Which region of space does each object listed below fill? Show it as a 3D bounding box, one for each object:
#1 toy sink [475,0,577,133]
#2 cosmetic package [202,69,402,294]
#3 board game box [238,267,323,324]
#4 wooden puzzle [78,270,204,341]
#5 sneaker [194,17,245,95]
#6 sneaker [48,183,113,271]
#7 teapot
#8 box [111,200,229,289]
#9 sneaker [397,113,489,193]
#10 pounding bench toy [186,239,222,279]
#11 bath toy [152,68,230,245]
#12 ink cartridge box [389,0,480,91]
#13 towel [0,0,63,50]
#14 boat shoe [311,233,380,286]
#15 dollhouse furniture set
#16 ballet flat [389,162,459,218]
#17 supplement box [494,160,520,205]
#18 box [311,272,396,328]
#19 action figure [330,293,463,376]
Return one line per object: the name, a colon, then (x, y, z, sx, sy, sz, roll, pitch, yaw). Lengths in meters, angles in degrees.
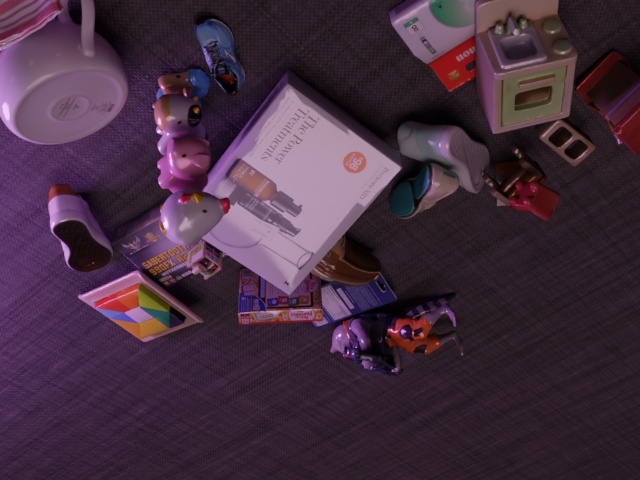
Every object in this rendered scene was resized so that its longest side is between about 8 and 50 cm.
toy sink: (0.373, -0.325, 1.543, 0.153, 0.131, 0.234, -13, 144, 1)
cosmetic package: (-0.063, -0.108, 1.713, 0.284, 0.097, 0.377, 33, 114, -18)
board game box: (-0.093, 0.124, 1.974, 0.193, 0.147, 0.045, -2, 133, 0)
wooden puzzle: (-0.433, 0.170, 2.030, 0.238, 0.044, 0.221, -18, 134, 34)
sneaker: (-0.184, -0.340, 1.576, 0.063, 0.073, 0.162, -18, 132, 14)
sneaker: (-0.526, -0.030, 1.854, 0.106, 0.123, 0.290, -15, 156, -10)
teapot: (-0.480, -0.312, 1.522, 0.256, 0.187, 0.252, -27, 160, -2)
box: (-0.321, -0.002, 1.904, 0.231, 0.056, 0.183, -25, 130, 20)
sneaker: (0.253, -0.183, 1.760, 0.151, 0.094, 0.256, 18, 170, 34)
pounding bench toy: (-0.254, 0.056, 1.865, 0.052, 0.083, 0.065, -34, 126, 25)
bath toy: (-0.242, -0.155, 1.563, 0.129, 0.348, 0.151, -21, 146, 15)
ink cartridge box: (0.262, -0.384, 1.573, 0.181, 0.056, 0.225, -29, 127, 23)
towel: (-0.520, -0.434, 1.413, 0.144, 0.197, 0.029, -26, 172, 17)
boat shoe: (0.000, 0.000, 1.881, 0.324, 0.122, 0.120, 22, 124, -22)
dollhouse furniture set: (0.523, -0.166, 1.658, 0.152, 0.201, 0.374, 31, 116, -27)
ballet flat: (0.220, -0.099, 1.768, 0.086, 0.086, 0.248, 11, 167, -13)
supplement box: (0.413, -0.125, 1.838, 0.062, 0.036, 0.098, -5, 133, 2)
box: (0.059, 0.132, 2.064, 0.225, 0.036, 0.136, -20, 132, 17)
action figure: (0.189, 0.243, 2.137, 0.330, 0.178, 0.341, -6, 162, 12)
